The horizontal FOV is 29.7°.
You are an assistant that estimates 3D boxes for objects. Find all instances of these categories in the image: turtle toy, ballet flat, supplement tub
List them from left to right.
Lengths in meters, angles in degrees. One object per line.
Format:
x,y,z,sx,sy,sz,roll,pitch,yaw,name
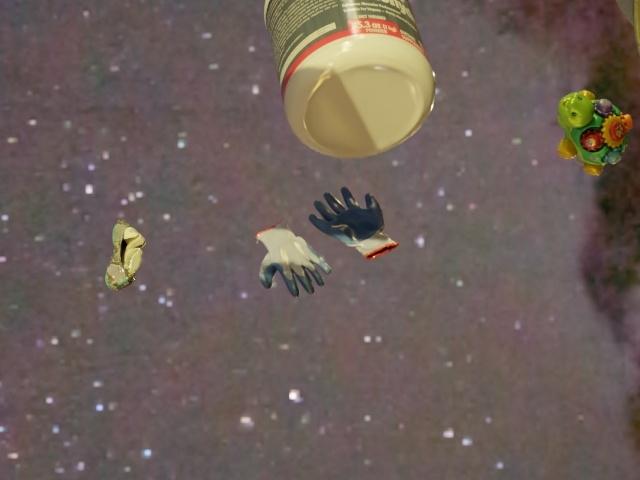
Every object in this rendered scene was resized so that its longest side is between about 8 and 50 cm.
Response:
-0.224,0.013,1.421,0.114,0.041,0.041,-90,-15,-48,ballet flat
0.031,-0.258,1.560,0.191,0.191,0.272,64,-170,-49,supplement tub
0.345,-0.144,1.531,0.130,0.066,0.095,27,-102,-29,turtle toy

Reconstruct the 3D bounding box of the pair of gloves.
0.000,0.000,1.615,0.159,0.198,0.023,51,163,49,pair of gloves

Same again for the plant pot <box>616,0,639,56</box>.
0.400,-0.258,1.168,0.254,0.276,0.276,-101,1,-69,plant pot
